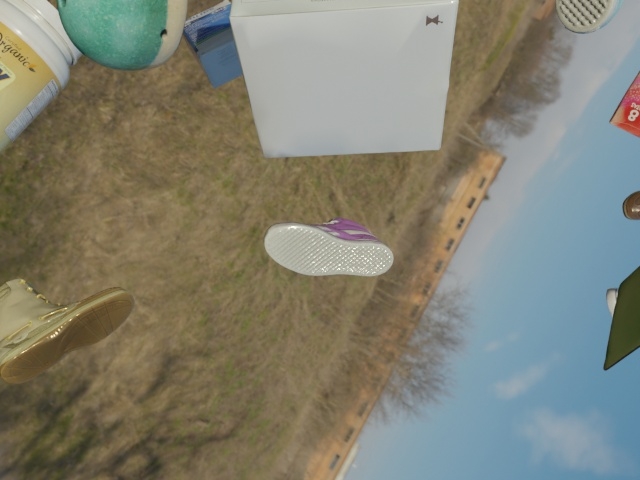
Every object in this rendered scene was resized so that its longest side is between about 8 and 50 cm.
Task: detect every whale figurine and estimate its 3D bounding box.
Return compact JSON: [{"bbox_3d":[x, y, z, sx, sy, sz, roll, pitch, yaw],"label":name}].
[{"bbox_3d":[-0.292,-0.335,0.821,0.141,0.272,0.216,-21,147,-44],"label":"whale figurine"}]

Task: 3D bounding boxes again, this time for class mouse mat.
[{"bbox_3d":[0.538,0.122,1.099,0.152,0.007,0.190,98,15,-60],"label":"mouse mat"}]

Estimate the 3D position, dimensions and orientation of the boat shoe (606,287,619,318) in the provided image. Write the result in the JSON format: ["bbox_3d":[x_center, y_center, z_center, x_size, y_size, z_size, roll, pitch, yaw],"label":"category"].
[{"bbox_3d":[0.686,0.165,1.350,0.076,0.228,0.080,-20,-140,41],"label":"boat shoe"}]

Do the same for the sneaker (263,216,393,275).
[{"bbox_3d":[0.000,0.001,1.355,0.102,0.282,0.161,-68,-154,20],"label":"sneaker"}]

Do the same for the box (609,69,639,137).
[{"bbox_3d":[0.550,-0.210,0.939,0.300,0.142,0.154,-18,137,-55],"label":"box"}]

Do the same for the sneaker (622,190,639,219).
[{"bbox_3d":[0.765,-0.090,1.416,0.188,0.066,0.071,-13,178,-16],"label":"sneaker"}]

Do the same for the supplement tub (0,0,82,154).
[{"bbox_3d":[-0.632,-0.319,1.214,0.316,0.228,0.228,-55,172,-17],"label":"supplement tub"}]

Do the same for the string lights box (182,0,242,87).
[{"bbox_3d":[-0.216,-0.434,1.381,0.133,0.260,0.077,-27,129,-5],"label":"string lights box"}]

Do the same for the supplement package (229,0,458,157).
[{"bbox_3d":[0.027,-0.254,0.678,0.199,0.198,0.263,81,8,-59],"label":"supplement package"}]

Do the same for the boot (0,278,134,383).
[{"bbox_3d":[-0.513,0.132,1.226,0.262,0.203,0.095,-34,139,-21],"label":"boot"}]

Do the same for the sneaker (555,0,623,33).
[{"bbox_3d":[0.490,-0.551,1.102,0.150,0.135,0.366,-27,130,-53],"label":"sneaker"}]
